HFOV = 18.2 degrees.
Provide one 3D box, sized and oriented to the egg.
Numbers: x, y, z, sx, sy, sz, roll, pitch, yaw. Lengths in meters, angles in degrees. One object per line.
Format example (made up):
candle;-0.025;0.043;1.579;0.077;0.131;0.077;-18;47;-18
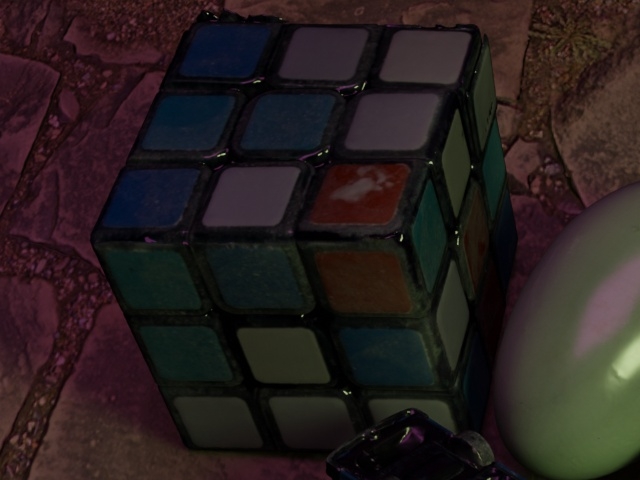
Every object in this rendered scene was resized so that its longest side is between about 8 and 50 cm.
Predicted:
egg;0.313;0.089;2.044;0.230;0.230;0.371;25;62;35

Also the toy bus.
toy bus;0.143;0.300;1.913;0.138;0.175;0.288;-27;41;-35

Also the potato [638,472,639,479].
potato;0.431;0.244;1.913;0.253;0.148;0.186;7;31;35

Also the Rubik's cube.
Rubik's cube;0.000;0.000;2.143;0.362;0.363;0.359;1;43;16
